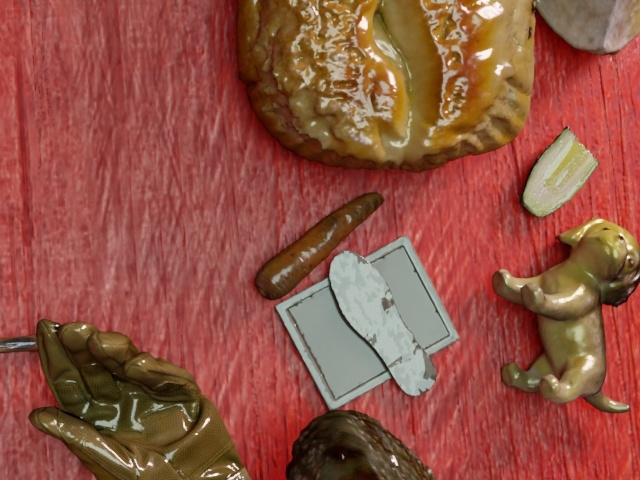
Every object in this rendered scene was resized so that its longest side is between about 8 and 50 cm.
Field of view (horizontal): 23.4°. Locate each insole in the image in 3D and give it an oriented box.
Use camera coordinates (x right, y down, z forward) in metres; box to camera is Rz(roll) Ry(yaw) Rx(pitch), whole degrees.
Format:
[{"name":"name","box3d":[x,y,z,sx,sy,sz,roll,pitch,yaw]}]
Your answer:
[{"name":"insole","box3d":[0.072,0.098,1.811,0.065,0.006,0.193,-35,94,-14]}]

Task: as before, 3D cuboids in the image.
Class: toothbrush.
[{"name":"toothbrush","box3d":[-0.400,0.120,1.707,0.321,0.031,0.023,-4,87,-12]}]

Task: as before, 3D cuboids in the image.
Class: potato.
[{"name":"potato","box3d":[0.347,-0.386,1.880,0.189,0.211,0.264,-22,131,-48]}]

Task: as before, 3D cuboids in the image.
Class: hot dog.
[{"name":"hot dog","box3d":[0.081,-0.258,1.764,0.367,0.196,0.365,-4,84,-7]}]

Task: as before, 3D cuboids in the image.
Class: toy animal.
[{"name":"toy animal","box3d":[0.298,0.085,1.822,0.168,0.121,0.233,6,87,-23]}]

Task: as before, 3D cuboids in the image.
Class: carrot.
[{"name":"carrot","box3d":[0.000,0.000,1.799,0.191,0.047,0.047,-42,95,-17]}]

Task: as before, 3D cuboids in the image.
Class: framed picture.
[{"name":"framed picture","box3d":[0.056,0.097,1.817,0.183,0.011,0.142,-29,92,-13]}]

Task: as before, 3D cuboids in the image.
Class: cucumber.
[{"name":"cucumber","box3d":[0.280,-0.078,1.867,0.067,0.035,0.107,44,84,-17]}]

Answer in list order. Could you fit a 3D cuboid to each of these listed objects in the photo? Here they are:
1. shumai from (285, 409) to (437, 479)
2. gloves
[{"name":"shumai","box3d":[0.026,0.407,1.657,0.348,0.395,0.395,-41,95,9]},{"name":"gloves","box3d":[-0.196,0.205,1.691,0.154,0.141,0.331,-34,104,13]}]
